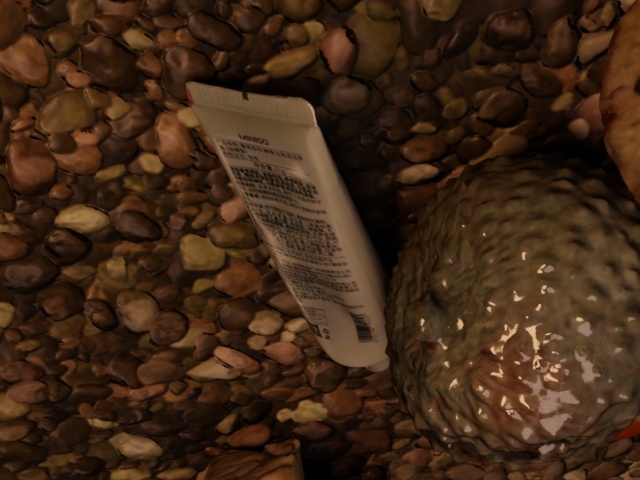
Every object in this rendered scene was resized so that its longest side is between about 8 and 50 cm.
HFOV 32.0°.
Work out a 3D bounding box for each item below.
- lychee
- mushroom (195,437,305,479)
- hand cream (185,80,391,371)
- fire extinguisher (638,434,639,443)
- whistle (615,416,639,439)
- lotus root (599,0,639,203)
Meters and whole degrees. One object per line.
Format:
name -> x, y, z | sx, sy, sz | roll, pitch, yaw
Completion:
lychee -> 0.174, 0.058, 0.886 | 0.274, 0.255, 0.255 | 10, 134, -38
mushroom -> -0.029, 0.354, 1.145 | 0.297, 0.297, 0.290 | -13, 112, 5
hand cream -> 0.000, 0.000, 0.922 | 0.124, 0.078, 0.341 | 15, 146, 35
fire extinguisher -> 0.490, 0.160, 1.116 | 0.114, 0.135, 0.337 | 24, 126, -36
whistle -> 0.283, 0.138, 1.069 | 0.288, 0.131, 0.106 | -4, 110, -5
lotus root -> 0.274, -0.124, 0.774 | 0.074, 0.261, 0.170 | 25, 158, -28
